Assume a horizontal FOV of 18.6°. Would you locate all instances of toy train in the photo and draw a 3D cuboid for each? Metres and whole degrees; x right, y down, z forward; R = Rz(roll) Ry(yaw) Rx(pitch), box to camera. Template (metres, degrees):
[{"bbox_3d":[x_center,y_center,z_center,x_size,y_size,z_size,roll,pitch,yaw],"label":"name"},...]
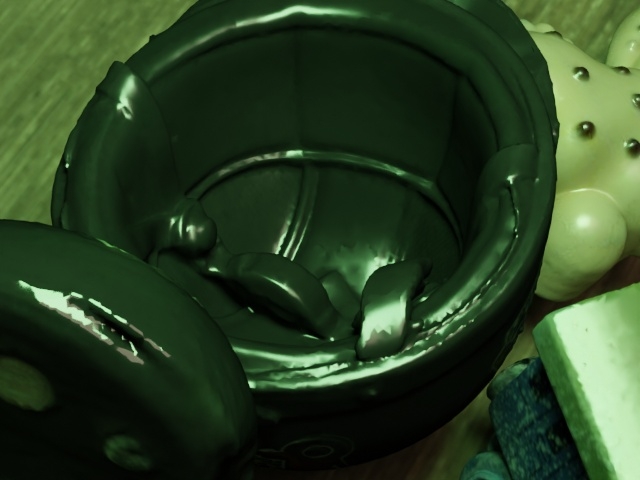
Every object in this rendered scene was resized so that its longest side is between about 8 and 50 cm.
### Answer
[{"bbox_3d":[0.168,0.173,0.904,0.131,0.202,0.300,-11,68,-26],"label":"toy train"}]

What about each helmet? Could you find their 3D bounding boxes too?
[{"bbox_3d":[0.000,0.000,0.954,0.230,0.160,0.279,12,49,14],"label":"helmet"}]

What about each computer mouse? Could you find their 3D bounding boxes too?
[{"bbox_3d":[-0.112,0.080,0.810,0.170,0.269,0.100,25,48,5],"label":"computer mouse"}]

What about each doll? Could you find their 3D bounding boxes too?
[{"bbox_3d":[0.182,-0.062,1.096,0.278,0.119,0.154,-14,70,-36],"label":"doll"}]
